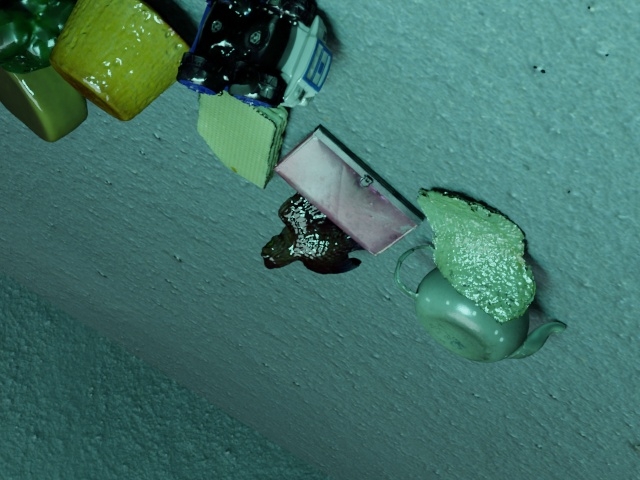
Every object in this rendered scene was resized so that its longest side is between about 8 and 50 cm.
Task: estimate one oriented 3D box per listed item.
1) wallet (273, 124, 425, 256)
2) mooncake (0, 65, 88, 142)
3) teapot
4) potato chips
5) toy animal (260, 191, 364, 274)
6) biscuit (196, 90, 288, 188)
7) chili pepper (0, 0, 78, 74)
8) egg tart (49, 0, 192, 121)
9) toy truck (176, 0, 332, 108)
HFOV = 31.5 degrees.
[{"bbox_3d":[0.044,-0.075,1.814,0.232,0.025,0.119,40,127,-17],"label":"wallet"},{"bbox_3d":[-0.513,-0.297,1.999,0.235,0.117,0.235,43,159,22],"label":"mooncake"},{"bbox_3d":[0.252,0.109,1.860,0.294,0.129,0.193,34,158,2],"label":"teapot"},{"bbox_3d":[0.235,0.018,1.737,0.167,0.059,0.228,-11,107,36],"label":"potato chips"},{"bbox_3d":[-0.008,0.003,1.913,0.116,0.179,0.219,49,167,41],"label":"toy animal"},{"bbox_3d":[-0.129,-0.184,1.847,0.150,0.052,0.252,34,157,7],"label":"biscuit"},{"bbox_3d":[-0.486,-0.358,1.819,0.165,0.174,0.261,19,176,-36],"label":"chili pepper"},{"bbox_3d":[-0.300,-0.287,1.706,0.215,0.171,0.215,37,173,5],"label":"egg tart"},{"bbox_3d":[-0.081,-0.250,1.548,0.213,0.161,0.177,18,173,31],"label":"toy truck"}]
